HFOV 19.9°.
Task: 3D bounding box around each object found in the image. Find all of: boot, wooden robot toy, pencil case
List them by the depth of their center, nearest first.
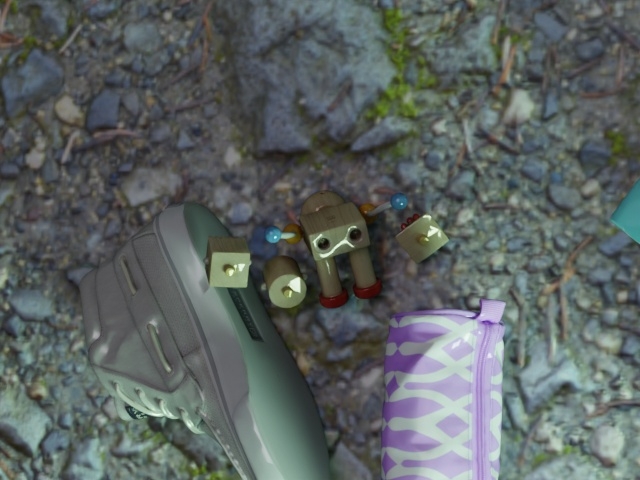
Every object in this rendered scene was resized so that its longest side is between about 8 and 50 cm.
[{"bbox_3d":[0.085,0.146,1.231,0.088,0.086,0.206,-15,73,57],"label":"pencil case"},{"bbox_3d":[0.000,0.000,1.315,0.173,0.079,0.076,-14,118,-6],"label":"wooden robot toy"},{"bbox_3d":[-0.090,0.106,1.326,0.123,0.095,0.258,-35,60,21],"label":"boot"}]

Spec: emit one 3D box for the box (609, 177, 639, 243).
[{"bbox_3d":[0.305,-0.078,1.189,0.100,0.060,0.244,39,98,25],"label":"box"}]
